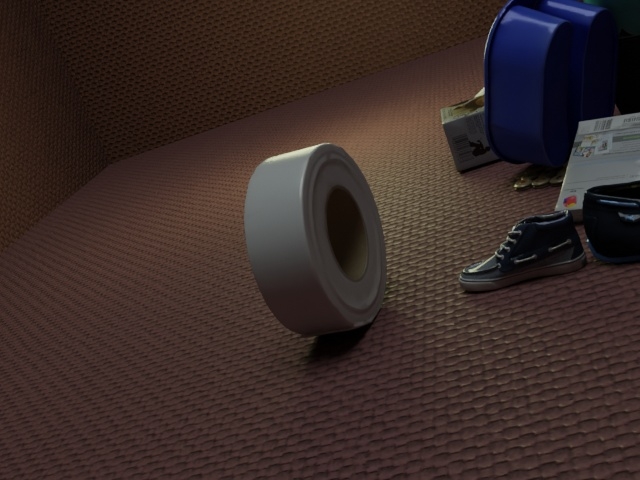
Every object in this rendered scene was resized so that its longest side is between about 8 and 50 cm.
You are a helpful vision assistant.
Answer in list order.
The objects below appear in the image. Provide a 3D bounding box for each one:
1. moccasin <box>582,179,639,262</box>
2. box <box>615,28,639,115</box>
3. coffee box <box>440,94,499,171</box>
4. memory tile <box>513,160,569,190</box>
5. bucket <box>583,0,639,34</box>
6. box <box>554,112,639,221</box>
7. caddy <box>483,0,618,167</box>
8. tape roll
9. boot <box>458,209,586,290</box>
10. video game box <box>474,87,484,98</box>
[{"bbox_3d":[0.526,-0.060,1.214,0.342,0.117,0.138,-16,18,14],"label":"moccasin"},{"bbox_3d":[0.763,-0.442,1.759,0.293,0.212,0.395,2,46,51],"label":"box"},{"bbox_3d":[0.419,-0.264,1.949,0.297,0.119,0.168,-17,16,11],"label":"coffee box"},{"bbox_3d":[0.443,-0.126,1.688,0.148,0.012,0.113,-6,23,38],"label":"memory tile"},{"bbox_3d":[0.593,-0.530,1.667,0.281,0.183,0.281,-29,28,17],"label":"bucket"},{"bbox_3d":[0.469,-0.119,1.450,0.145,0.038,0.186,-5,53,42],"label":"box"},{"bbox_3d":[0.419,-0.300,1.700,0.241,0.341,0.179,-22,30,-31],"label":"caddy"},{"bbox_3d":[0.000,0.000,1.373,0.100,0.286,0.286,-12,19,25],"label":"tape roll"},{"bbox_3d":[0.287,0.013,1.325,0.190,0.086,0.069,-15,18,19],"label":"boot"},{"bbox_3d":[0.484,-0.366,2.074,0.187,0.048,0.205,-10,-17,-25],"label":"video game box"}]
